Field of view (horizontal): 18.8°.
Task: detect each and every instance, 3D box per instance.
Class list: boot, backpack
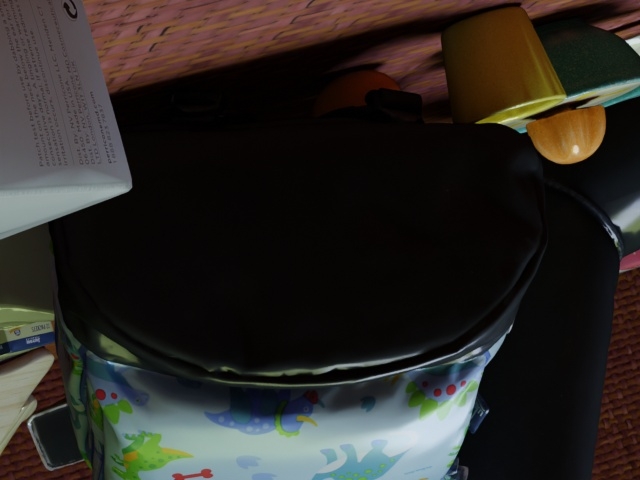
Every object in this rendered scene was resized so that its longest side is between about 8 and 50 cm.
[{"bbox_3d":[-0.240,0.020,1.326,0.258,0.095,0.123,-7,180,-27],"label":"boot"},{"bbox_3d":[-0.039,0.076,1.197,0.290,0.273,0.355,-2,169,-15],"label":"backpack"},{"bbox_3d":[0.190,0.060,1.384,0.367,0.146,0.445,-20,-147,39],"label":"boot"}]

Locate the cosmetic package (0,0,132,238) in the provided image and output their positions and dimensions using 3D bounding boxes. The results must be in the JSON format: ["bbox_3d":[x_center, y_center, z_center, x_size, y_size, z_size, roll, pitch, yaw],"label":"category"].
[{"bbox_3d":[-0.300,0.001,0.680,0.377,0.097,0.284,-19,173,27],"label":"cosmetic package"}]

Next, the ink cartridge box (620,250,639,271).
[{"bbox_3d":[0.286,-0.038,2.059,0.092,0.158,0.218,-16,176,-30],"label":"ink cartridge box"}]

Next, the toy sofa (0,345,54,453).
[{"bbox_3d":[-0.407,0.136,1.666,0.177,0.150,0.362,-57,159,20],"label":"toy sofa"}]

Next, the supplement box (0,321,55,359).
[{"bbox_3d":[-0.277,0.059,1.610,0.083,0.083,0.056,-19,175,36],"label":"supplement box"}]

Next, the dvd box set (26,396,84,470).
[{"bbox_3d":[-0.065,0.109,1.939,0.308,0.062,0.420,-19,-177,21],"label":"dvd box set"}]

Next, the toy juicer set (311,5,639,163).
[{"bbox_3d":[0.125,-0.083,1.282,0.209,0.089,0.329,-20,175,34],"label":"toy juicer set"}]
